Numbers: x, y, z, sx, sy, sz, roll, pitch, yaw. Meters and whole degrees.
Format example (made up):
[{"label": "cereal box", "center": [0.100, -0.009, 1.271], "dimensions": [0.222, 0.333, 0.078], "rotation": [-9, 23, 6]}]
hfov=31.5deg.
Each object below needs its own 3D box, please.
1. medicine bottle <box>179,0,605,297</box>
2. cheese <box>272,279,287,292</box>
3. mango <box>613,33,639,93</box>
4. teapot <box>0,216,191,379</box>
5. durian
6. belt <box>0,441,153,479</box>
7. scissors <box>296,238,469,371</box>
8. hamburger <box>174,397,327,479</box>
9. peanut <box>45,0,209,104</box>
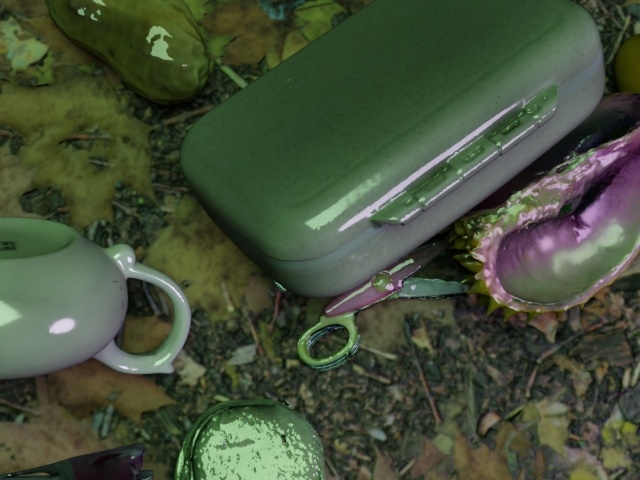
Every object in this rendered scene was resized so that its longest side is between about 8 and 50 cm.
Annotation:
[{"label": "medicine bottle", "center": [0.066, -0.114, 1.062], "dimensions": [0.375, 0.123, 0.282], "rotation": [-36, 43, -12]}, {"label": "cheese", "center": [0.000, 0.000, 1.119], "dimensions": [0.120, 0.026, 0.067], "rotation": [-26, 75, -10]}, {"label": "mango", "center": [0.369, -0.141, 1.152], "dimensions": [0.102, 0.085, 0.184], "rotation": [-38, 73, -13]}, {"label": "teapot", "center": [-0.260, 0.065, 1.010], "dimensions": [0.299, 0.208, 0.166], "rotation": [8, 93, -20]}, {"label": "durian", "center": [0.233, -0.026, 1.090], "dimensions": [0.260, 0.154, 0.187], "rotation": [-20, 96, -11]}, {"label": "belt", "center": [-0.172, 0.336, 0.917], "dimensions": [0.160, 0.207, 0.295], "rotation": [-7, 58, -1]}, {"label": "scissors", "center": [0.057, 0.044, 1.101], "dimensions": [0.187, 0.020, 0.134], "rotation": [-14, 92, -11]}, {"label": "hamburger", "center": [-0.062, 0.208, 1.033], "dimensions": [0.140, 0.062, 0.133], "rotation": [12, 74, -1]}, {"label": "peanut", "center": [-0.202, -0.227, 1.146], "dimensions": [0.229, 0.098, 0.103], "rotation": [41, 34, 9]}]
